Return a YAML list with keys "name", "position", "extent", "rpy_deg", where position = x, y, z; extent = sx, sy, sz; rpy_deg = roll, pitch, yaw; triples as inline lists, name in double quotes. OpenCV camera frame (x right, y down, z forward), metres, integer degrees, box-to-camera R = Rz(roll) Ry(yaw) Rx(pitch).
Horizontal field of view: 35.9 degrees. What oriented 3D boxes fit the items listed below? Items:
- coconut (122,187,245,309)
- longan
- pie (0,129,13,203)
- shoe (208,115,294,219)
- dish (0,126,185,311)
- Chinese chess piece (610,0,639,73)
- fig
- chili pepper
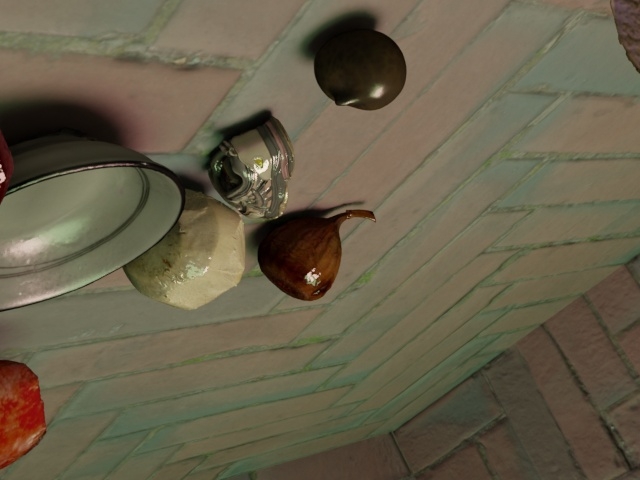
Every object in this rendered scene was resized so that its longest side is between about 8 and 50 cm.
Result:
- name: "coconut"
  position: [-0.177, 0.011, 1.320]
  extent: [0.161, 0.161, 0.162]
  rpy_deg: [-35, 158, 21]
- name: "longan"
  position: [0.046, -0.198, 1.159]
  extent: [0.113, 0.113, 0.092]
  rpy_deg: [-18, 153, -20]
- name: "pie"
  position: [-0.377, -0.075, 0.911]
  extent: [0.182, 0.049, 0.182]
  rpy_deg: [-2, 119, -4]
- name: "shoe"
  position: [-0.096, -0.081, 1.288]
  extent: [0.092, 0.089, 0.180]
  rpy_deg: [-17, 154, -25]
- name: "dish"
  position: [-0.315, -0.036, 1.126]
  extent: [0.316, 0.106, 0.316]
  rpy_deg: [-24, 161, -9]
- name: "Chinese chess piece"
  position: [0.477, -0.302, 1.187]
  extent: [0.112, 0.270, 0.270]
  rpy_deg: [-12, 154, -28]
- name: "fig"
  position: [0.000, 0.000, 1.572]
  extent: [0.201, 0.134, 0.146]
  rpy_deg: [-45, -170, -9]
- name: "chili pepper"
  position: [-0.551, 0.244, 1.388]
  extent: [0.251, 0.229, 0.305]
  rpy_deg: [-42, 164, 28]
